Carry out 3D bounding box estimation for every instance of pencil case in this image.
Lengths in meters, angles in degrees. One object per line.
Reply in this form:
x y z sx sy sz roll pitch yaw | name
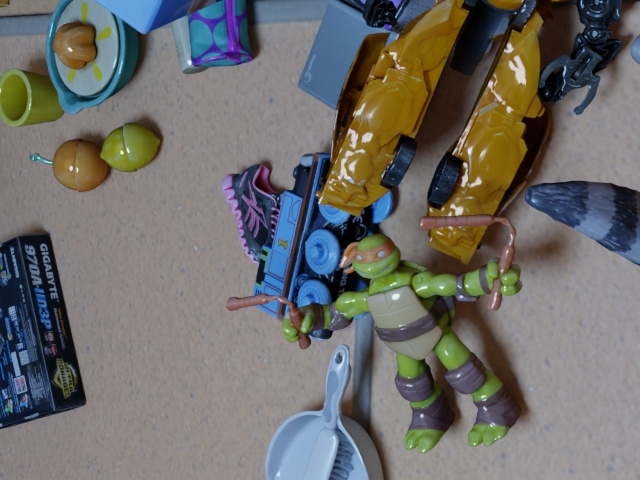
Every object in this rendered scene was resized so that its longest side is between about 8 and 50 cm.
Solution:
-0.103 -0.252 1.117 0.070 0.065 0.151 0 94 60 | pencil case

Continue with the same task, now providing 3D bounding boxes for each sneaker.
-0.055 -0.024 1.113 0.057 0.047 0.119 -29 76 25 | sneaker

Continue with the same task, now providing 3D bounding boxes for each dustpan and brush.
0.010 0.192 1.060 0.147 0.060 0.211 27 110 34 | dustpan and brush

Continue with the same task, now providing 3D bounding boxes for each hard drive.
0.046 -0.157 1.031 0.135 0.022 0.094 36 115 32 | hard drive

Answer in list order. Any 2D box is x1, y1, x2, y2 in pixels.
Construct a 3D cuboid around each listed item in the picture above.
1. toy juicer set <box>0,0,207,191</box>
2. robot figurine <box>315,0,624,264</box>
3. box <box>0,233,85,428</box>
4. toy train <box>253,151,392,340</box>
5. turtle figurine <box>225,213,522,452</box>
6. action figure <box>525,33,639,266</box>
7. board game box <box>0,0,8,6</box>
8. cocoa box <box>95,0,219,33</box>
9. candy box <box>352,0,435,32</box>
-0.237 -0.185 1.214 0.329 0.089 0.209 -43 67 32 | toy juicer set
0.115 -0.139 0.903 0.211 0.085 0.291 23 108 -4 | robot figurine
-0.387 0.119 1.381 0.175 0.051 0.220 -21 81 38 | box
0.000 0.000 1.046 0.105 0.080 0.184 24 108 41 | toy train
0.069 0.077 0.948 0.270 0.087 0.217 -18 111 25 | turtle figurine
0.287 -0.016 0.689 0.179 0.330 0.341 -33 42 30 | action figure
-0.449 -0.423 1.403 0.124 0.039 0.259 3 98 38 | board game box
-0.193 -0.380 0.943 0.347 0.228 0.231 35 120 4 | cocoa box
0.073 -0.306 0.967 0.165 0.070 0.196 45 119 28 | candy box
